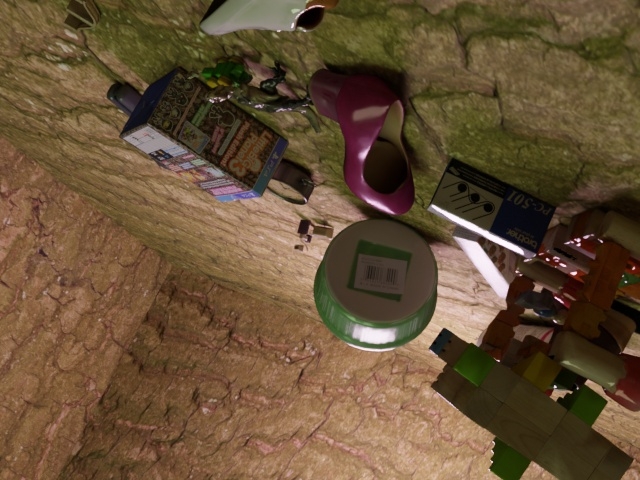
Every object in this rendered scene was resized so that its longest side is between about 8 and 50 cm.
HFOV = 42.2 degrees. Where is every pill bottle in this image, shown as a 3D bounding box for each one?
[{"bbox_3d":[0.555,0.303,2.214,0.160,0.160,0.283,33,165,-24],"label":"pill bottle"}]

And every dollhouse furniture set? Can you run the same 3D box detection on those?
[{"bbox_3d":[0.000,0.000,2.314,0.114,0.091,0.081,10,174,41],"label":"dollhouse furniture set"}]

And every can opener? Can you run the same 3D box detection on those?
[{"bbox_3d":[-0.419,-0.268,2.037,0.076,0.095,0.283,14,162,39],"label":"can opener"}]

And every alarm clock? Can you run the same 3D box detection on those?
[{"bbox_3d":[-0.067,-0.138,1.940,0.129,0.064,0.192,36,166,-32],"label":"alarm clock"}]

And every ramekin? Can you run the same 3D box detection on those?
[{"bbox_3d":[0.135,0.096,1.960,0.303,0.303,0.148,24,159,9],"label":"ramekin"}]

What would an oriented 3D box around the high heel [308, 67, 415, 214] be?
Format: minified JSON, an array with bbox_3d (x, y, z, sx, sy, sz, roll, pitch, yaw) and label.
[{"bbox_3d":[0.119,-0.141,1.440,0.181,0.127,0.377,28,167,42],"label":"high heel"}]

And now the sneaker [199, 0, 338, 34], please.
[{"bbox_3d":[-0.074,-0.326,1.178,0.123,0.106,0.290,36,162,-26],"label":"sneaker"}]

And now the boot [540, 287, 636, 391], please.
[{"bbox_3d":[0.511,0.198,1.754,0.248,0.207,0.090,28,150,50],"label":"boot"}]

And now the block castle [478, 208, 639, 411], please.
[{"bbox_3d":[0.475,0.141,1.480,0.213,0.303,0.453,26,167,-3],"label":"block castle"}]

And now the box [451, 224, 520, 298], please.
[{"bbox_3d":[0.376,0.041,1.789,0.067,0.063,0.324,17,163,39],"label":"box"}]

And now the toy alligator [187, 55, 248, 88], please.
[{"bbox_3d":[-0.184,-0.306,1.556,0.051,0.056,0.189,36,163,-35],"label":"toy alligator"}]

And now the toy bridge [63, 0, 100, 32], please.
[{"bbox_3d":[-0.466,-0.444,1.628,0.063,0.026,0.188,29,166,-15],"label":"toy bridge"}]

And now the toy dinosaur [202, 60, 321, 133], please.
[{"bbox_3d":[-0.077,-0.259,1.506,0.268,0.064,0.118,13,156,-34],"label":"toy dinosaur"}]

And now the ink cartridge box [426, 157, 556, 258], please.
[{"bbox_3d":[0.306,-0.057,1.489,0.207,0.097,0.046,25,166,2],"label":"ink cartridge box"}]

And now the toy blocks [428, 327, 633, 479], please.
[{"bbox_3d":[0.323,0.283,1.382,0.381,0.191,0.261,36,178,-12],"label":"toy blocks"}]

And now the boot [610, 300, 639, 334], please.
[{"bbox_3d":[0.651,0.173,1.810,0.121,0.045,0.099,31,165,10],"label":"boot"}]

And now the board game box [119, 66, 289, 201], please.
[{"bbox_3d":[-0.258,-0.221,1.823,0.291,0.141,0.232,33,165,-24],"label":"board game box"}]
